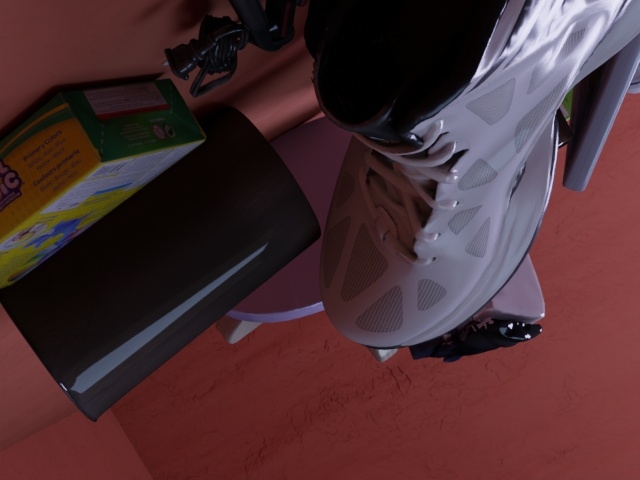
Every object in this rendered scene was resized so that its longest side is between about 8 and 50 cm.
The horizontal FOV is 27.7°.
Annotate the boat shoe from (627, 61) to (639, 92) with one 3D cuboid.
[{"bbox_3d":[0.349,-0.266,1.236,0.267,0.096,0.088,-54,156,12],"label":"boat shoe"}]

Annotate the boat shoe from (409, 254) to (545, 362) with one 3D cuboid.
[{"bbox_3d":[0.137,-0.024,1.468,0.127,0.340,0.158,12,149,-36],"label":"boat shoe"}]

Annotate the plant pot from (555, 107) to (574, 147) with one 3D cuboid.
[{"bbox_3d":[0.129,-0.126,1.145,0.167,0.165,0.167,-33,176,-2],"label":"plant pot"}]

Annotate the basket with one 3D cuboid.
[{"bbox_3d":[-0.126,0.010,1.006,0.227,0.154,0.204,-35,-170,-8],"label":"basket"}]

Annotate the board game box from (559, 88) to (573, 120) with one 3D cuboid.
[{"bbox_3d":[0.350,-0.248,1.647,0.259,0.124,0.039,-33,177,18],"label":"board game box"}]

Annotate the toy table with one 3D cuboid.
[{"bbox_3d":[0.000,0.000,1.336,0.274,0.252,0.161,-24,159,-8],"label":"toy table"}]

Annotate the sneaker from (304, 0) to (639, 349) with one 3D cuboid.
[{"bbox_3d":[0.049,-0.078,0.847,0.257,0.169,0.447,-19,146,-45],"label":"sneaker"}]

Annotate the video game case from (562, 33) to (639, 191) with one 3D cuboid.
[{"bbox_3d":[0.257,-0.181,1.142,0.212,0.023,0.193,102,2,-48],"label":"video game case"}]

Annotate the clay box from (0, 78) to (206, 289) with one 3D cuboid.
[{"bbox_3d":[-0.190,-0.018,0.812,0.222,0.053,0.127,-32,177,25],"label":"clay box"}]

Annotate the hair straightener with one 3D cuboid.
[{"bbox_3d":[-0.053,-0.124,0.705,0.089,0.047,0.230,-31,-179,-7],"label":"hair straightener"}]
